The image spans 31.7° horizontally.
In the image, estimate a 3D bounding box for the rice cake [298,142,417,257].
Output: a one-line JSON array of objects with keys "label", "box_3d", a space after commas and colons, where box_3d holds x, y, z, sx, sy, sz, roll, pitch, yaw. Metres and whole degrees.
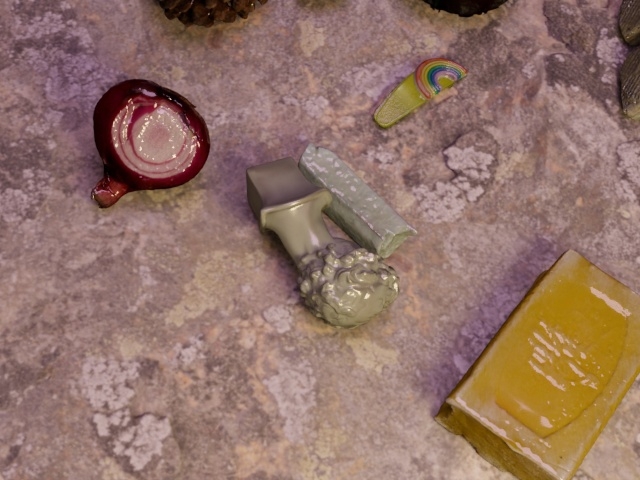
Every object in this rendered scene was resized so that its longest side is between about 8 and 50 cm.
[{"label": "rice cake", "box_3d": [0.044, -0.054, 1.643, 0.063, 0.069, 0.206, -37, 74, -27]}]

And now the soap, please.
[{"label": "soap", "box_3d": [0.322, 0.176, 1.538, 0.199, 0.091, 0.315, 38, 62, 12]}]

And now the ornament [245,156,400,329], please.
[{"label": "ornament", "box_3d": [-0.014, 0.001, 1.571, 0.130, 0.120, 0.285, -33, 68, -22]}]

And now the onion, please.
[{"label": "onion", "box_3d": [-0.257, -0.133, 1.620, 0.173, 0.135, 0.198, 41, 101, -4]}]

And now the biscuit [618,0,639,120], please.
[{"label": "biscuit", "box_3d": [0.549, -0.327, 1.834, 0.046, 0.147, 0.250, 24, 57, -28]}]

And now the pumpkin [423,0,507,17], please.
[{"label": "pumpkin", "box_3d": [0.232, -0.480, 1.861, 0.233, 0.163, 0.233, 4, 57, -7]}]

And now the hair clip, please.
[{"label": "hair clip", "box_3d": [0.153, -0.239, 1.784, 0.188, 0.033, 0.060, -39, 71, -26]}]

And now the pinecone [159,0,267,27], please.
[{"label": "pinecone", "box_3d": [-0.175, -0.428, 1.765, 0.204, 0.179, 0.184, -23, 74, -49]}]
